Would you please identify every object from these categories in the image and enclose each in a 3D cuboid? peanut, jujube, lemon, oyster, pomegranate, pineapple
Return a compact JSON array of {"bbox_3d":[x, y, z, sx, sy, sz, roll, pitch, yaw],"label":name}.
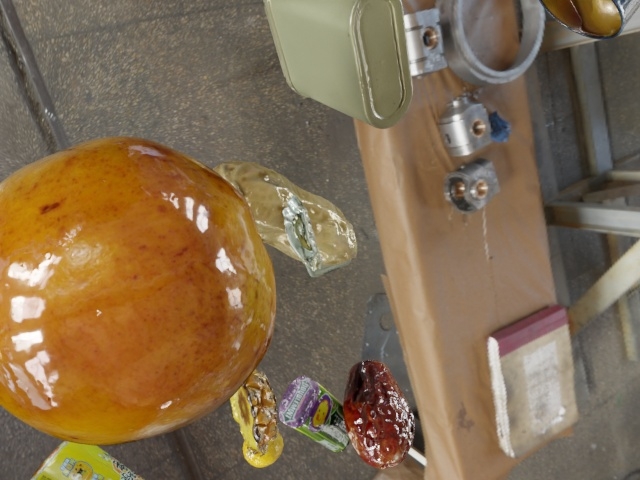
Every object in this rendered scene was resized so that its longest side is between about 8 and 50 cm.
[{"bbox_3d":[-0.071,-0.049,1.034,0.324,0.153,0.140,25,72,-7],"label":"peanut"},{"bbox_3d":[0.160,0.481,1.509,0.197,0.291,0.197,-6,140,-5],"label":"jujube"},{"bbox_3d":[-0.173,0.616,1.612,0.155,0.114,0.114,17,88,-69],"label":"lemon"},{"bbox_3d":[-0.022,-0.017,0.833,0.037,0.098,0.100,-20,146,-24],"label":"oyster"},{"bbox_3d":[-0.170,0.046,0.468,0.264,0.264,0.265,-4,99,-28],"label":"pomegranate"},{"bbox_3d":[-0.143,0.363,1.184,0.076,0.224,0.225,-12,102,-22],"label":"pineapple"}]

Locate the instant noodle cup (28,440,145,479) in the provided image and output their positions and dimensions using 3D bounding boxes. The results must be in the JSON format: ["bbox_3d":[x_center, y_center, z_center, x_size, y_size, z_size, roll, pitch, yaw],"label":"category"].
[{"bbox_3d":[-0.320,0.384,0.725,0.152,0.205,0.205,25,83,3],"label":"instant noodle cup"}]

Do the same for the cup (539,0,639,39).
[{"bbox_3d":[0.348,-0.319,0.609,0.113,0.150,0.138,32,97,-37],"label":"cup"}]

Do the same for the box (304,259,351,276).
[{"bbox_3d":[0.000,0.000,1.391,0.123,0.093,0.172,-21,138,-3],"label":"box"}]

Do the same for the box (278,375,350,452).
[{"bbox_3d":[0.000,0.493,1.511,0.134,0.097,0.346,-63,148,-19],"label":"box"}]

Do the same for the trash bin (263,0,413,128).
[{"bbox_3d":[0.029,-0.323,0.893,0.121,0.247,0.243,-33,135,-17],"label":"trash bin"}]
